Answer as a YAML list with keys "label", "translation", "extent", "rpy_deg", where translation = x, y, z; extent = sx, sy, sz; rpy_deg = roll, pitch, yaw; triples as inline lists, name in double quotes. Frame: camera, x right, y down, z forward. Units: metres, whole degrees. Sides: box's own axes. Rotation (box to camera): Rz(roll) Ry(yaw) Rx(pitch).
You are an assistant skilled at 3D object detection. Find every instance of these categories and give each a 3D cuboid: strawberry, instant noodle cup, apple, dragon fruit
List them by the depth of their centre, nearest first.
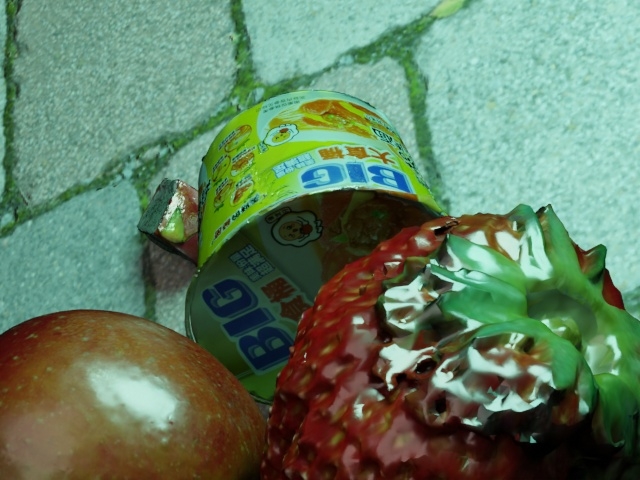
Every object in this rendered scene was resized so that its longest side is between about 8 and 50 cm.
- label: "strawberry"
  translation: [0.067, 0.127, 1.027]
  extent: [0.288, 0.250, 0.239]
  rpy_deg: [-49, 45, 35]
- label: "apple"
  translation: [-0.144, 0.154, 1.090]
  extent: [0.201, 0.218, 0.218]
  rpy_deg: [21, 73, 16]
- label: "instant noodle cup"
  translation: [0.000, 0.000, 1.196]
  extent: [0.205, 0.205, 0.153]
  rpy_deg: [-31, 36, 15]
- label: "dragon fruit"
  translation: [-0.109, -0.015, 1.364]
  extent: [0.056, 0.060, 0.083]
  rpy_deg: [-59, 17, -9]
